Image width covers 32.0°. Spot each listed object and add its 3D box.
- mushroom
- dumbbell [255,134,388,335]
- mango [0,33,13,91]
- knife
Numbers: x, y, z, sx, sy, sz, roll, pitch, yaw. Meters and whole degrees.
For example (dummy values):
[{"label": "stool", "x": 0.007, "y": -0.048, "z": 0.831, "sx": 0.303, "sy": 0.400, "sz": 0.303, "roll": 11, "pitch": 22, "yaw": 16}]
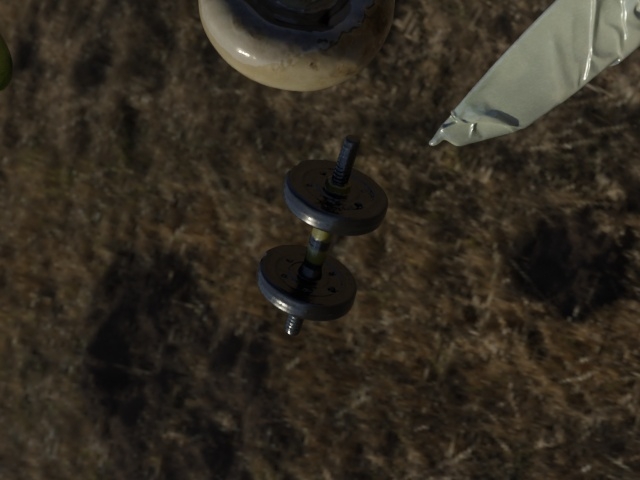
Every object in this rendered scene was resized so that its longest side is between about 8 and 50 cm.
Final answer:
[{"label": "mushroom", "x": -0.041, "y": -0.452, "z": 2.009, "sx": 0.294, "sy": 0.362, "sz": 0.362, "roll": 110, "pitch": 162, "yaw": -65}, {"label": "dumbbell", "x": 0.000, "y": 0.000, "z": 1.505, "sx": 0.143, "sy": 0.143, "sz": 0.325, "roll": 60, "pitch": 141, "yaw": 46}, {"label": "mango", "x": -0.478, "y": -0.262, "z": 1.519, "sx": 0.074, "sy": 0.091, "sz": 0.165, "roll": -41, "pitch": 69, "yaw": 33}, {"label": "knife", "x": 0.148, "y": -0.117, "z": 0.401, "sx": 0.298, "sy": 0.047, "sz": 0.017, "roll": -38, "pitch": 36, "yaw": 36}]
